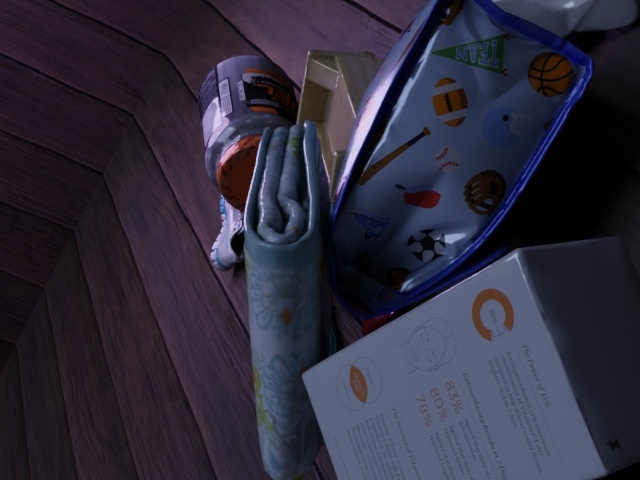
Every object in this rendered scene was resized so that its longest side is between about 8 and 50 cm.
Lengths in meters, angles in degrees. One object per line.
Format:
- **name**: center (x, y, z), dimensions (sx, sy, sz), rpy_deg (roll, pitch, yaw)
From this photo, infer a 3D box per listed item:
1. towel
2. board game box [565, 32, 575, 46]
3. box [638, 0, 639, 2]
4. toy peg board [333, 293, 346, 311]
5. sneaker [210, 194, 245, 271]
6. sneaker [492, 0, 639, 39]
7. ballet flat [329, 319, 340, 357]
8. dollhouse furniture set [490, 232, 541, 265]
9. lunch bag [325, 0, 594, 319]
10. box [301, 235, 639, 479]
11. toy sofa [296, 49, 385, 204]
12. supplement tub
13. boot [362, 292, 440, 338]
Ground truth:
- **towel**: center (-0.030, 0.058, 1.460), dimensions (0.374, 0.090, 0.320), rpy_deg (-85, -9, -62)
- **board game box**: center (0.286, -0.323, 1.683), dimensions (0.165, 0.042, 0.243), rpy_deg (-39, 36, 46)
- **box**: center (0.316, -0.363, 1.337), dimensions (0.076, 0.307, 0.242), rpy_deg (-56, 25, 30)
- **toy peg board**: center (0.000, 0.000, 1.848), dimensions (0.079, 0.161, 0.161), rpy_deg (-40, 32, 16)
- **sneaker**: center (-0.153, -0.035, 2.299), dimensions (0.083, 0.071, 0.190), rpy_deg (-15, 63, 52)
- **sneaker**: center (0.317, -0.310, 1.527), dimensions (0.212, 0.080, 0.094), rpy_deg (1, 47, 32)
- **ballet flat**: center (-0.039, 0.145, 1.857), dimensions (0.123, 0.123, 0.348), rpy_deg (-51, 29, 30)
- **dollhouse furniture set**: center (0.216, 0.112, 1.419), dimensions (0.182, 0.101, 0.161), rpy_deg (-65, -10, 30)
- **lunch bag**: center (0.137, -0.090, 1.448), dimensions (0.385, 0.239, 0.328), rpy_deg (-59, 1, 4)
- **box**: center (0.171, 0.164, 1.207), dimensions (0.345, 0.168, 0.215), rpy_deg (-35, 70, 45)
- **toy sofa**: center (0.075, -0.156, 1.873), dimensions (0.362, 0.177, 0.150), rpy_deg (-104, 20, -54)
- **supplement tub**: center (-0.126, -0.197, 2.225), dimensions (0.193, 0.194, 0.316), rpy_deg (-53, 28, 26)
- **boot**: center (0.111, 0.154, 1.559), dimensions (0.244, 0.088, 0.176), rpy_deg (-19, 52, 68)
